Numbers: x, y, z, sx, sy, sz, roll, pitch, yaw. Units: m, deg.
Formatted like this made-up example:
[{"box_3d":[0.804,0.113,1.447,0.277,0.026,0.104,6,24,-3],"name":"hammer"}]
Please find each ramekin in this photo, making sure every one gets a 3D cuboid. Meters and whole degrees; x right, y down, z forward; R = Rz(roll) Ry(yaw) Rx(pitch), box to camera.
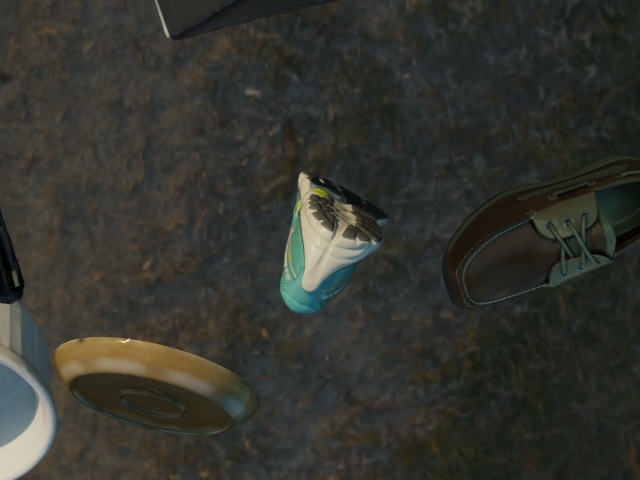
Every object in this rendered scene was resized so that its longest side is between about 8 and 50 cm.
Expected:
[{"box_3d":[-0.460,0.175,1.468,0.277,0.135,0.277,-5,131,-6],"name":"ramekin"}]

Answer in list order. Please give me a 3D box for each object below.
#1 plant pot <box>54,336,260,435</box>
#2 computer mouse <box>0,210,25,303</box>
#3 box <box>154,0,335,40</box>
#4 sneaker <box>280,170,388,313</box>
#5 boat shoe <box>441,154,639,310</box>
[{"box_3d":[-0.186,0.171,1.344,0.236,0.032,0.236,10,153,5],"name":"plant pot"},{"box_3d":[-0.210,-0.073,0.722,0.041,0.071,0.242,-13,116,-2],"name":"computer mouse"},{"box_3d":[0.053,-0.338,0.964,0.293,0.212,0.395,-22,-177,-36],"name":"box"},{"box_3d":[0.000,0.000,1.244,0.107,0.275,0.110,29,103,0],"name":"sneaker"},{"box_3d":[0.292,-0.016,1.412,0.324,0.120,0.123,-28,108,-22],"name":"boat shoe"}]
